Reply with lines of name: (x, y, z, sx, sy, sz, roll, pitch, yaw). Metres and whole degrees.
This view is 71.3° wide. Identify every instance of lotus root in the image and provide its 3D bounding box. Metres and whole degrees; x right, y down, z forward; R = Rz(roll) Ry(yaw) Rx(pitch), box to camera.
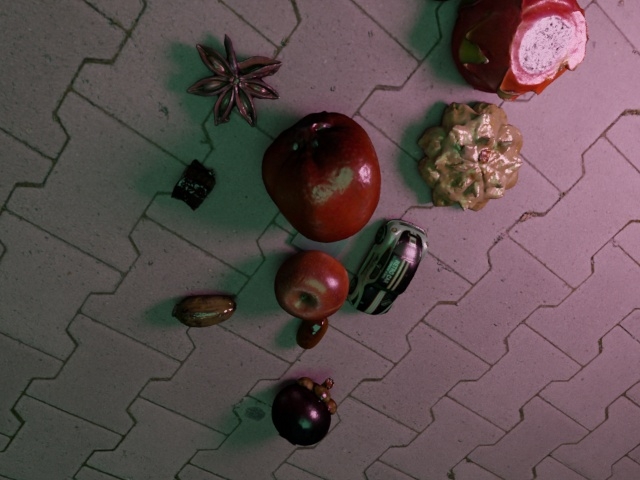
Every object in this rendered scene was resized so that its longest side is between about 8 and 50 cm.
lotus root: (-0.328, 0.200, 1.263, 0.179, 0.089, 0.080, -2, 151, -8)

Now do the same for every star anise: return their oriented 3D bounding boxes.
star anise: (-0.201, -0.354, 1.033, 0.212, 0.073, 0.196, 23, 106, -12)

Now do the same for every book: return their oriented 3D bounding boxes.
book: (0.000, 0.000, 1.244, 0.135, 0.017, 0.103, 31, 109, -18)

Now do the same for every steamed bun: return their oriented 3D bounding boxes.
steamed bun: (0.395, -0.195, 1.138, 0.292, 0.137, 0.295, 31, 106, -21)

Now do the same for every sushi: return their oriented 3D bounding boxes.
sushi: (-0.317, -0.134, 1.118, 0.084, 0.098, 0.094, 33, 126, -15)

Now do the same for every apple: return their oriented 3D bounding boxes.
apple: (-0.021, 0.117, 1.218, 0.201, 0.162, 0.201, 8, 124, 12)

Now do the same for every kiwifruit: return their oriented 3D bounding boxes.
kiwifruit: (-0.025, 0.270, 1.334, 0.075, 0.075, 0.124, 26, 105, -16)

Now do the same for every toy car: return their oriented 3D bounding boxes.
toy car: (0.190, 0.093, 1.250, 0.136, 0.125, 0.305, 22, 109, -16)

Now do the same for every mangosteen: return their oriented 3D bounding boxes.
mangosteen: (-0.043, 0.520, 1.398, 0.194, 0.194, 0.230, 42, 74, -21)

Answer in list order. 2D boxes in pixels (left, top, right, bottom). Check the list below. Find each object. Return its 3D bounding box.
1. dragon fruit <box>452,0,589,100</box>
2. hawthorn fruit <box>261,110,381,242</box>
dragon fruit: (0.448, -0.452, 0.994, 0.291, 0.189, 0.290, -2, 114, -5)
hawthorn fruit: (0.010, -0.136, 1.040, 0.295, 0.295, 0.311, -14, 112, 0)
